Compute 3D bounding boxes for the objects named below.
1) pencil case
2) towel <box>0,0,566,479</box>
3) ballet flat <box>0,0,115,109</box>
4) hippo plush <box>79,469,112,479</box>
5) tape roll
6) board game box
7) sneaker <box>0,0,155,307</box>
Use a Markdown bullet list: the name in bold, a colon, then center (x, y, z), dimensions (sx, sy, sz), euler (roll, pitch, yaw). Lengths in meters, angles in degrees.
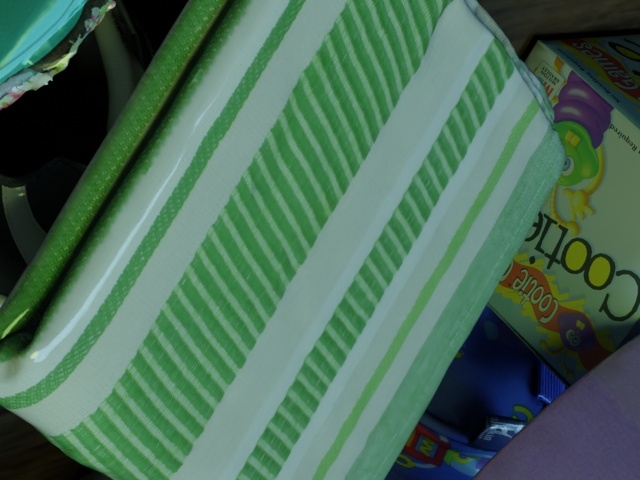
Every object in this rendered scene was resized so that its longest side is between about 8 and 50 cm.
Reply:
- **pencil case**: center (0.075, 0.154, 1.218), dimensions (0.306, 0.133, 0.119), euler (101, 8, -50)
- **towel**: center (0.000, 0.000, 0.789), dimensions (0.248, 0.038, 0.325), euler (-60, 154, -5)
- **ballet flat**: center (-0.087, -0.111, 0.655), dimensions (0.241, 0.091, 0.077), euler (-42, 176, 2)
- **hippo plush**: center (-0.112, 0.266, 0.959), dimensions (0.236, 0.234, 0.294), euler (-32, -163, -2)
- **tape roll**: center (0.184, 0.146, 1.099), dimensions (0.274, 0.090, 0.275), euler (-32, 155, -16)
- **board game box**: center (0.214, -0.027, 1.138), dimensions (0.275, 0.144, 0.142), euler (-11, 140, -50)
- **sneaker**: center (-0.060, -0.047, 0.765), dimensions (0.235, 0.094, 0.153), euler (-17, 152, -28)
